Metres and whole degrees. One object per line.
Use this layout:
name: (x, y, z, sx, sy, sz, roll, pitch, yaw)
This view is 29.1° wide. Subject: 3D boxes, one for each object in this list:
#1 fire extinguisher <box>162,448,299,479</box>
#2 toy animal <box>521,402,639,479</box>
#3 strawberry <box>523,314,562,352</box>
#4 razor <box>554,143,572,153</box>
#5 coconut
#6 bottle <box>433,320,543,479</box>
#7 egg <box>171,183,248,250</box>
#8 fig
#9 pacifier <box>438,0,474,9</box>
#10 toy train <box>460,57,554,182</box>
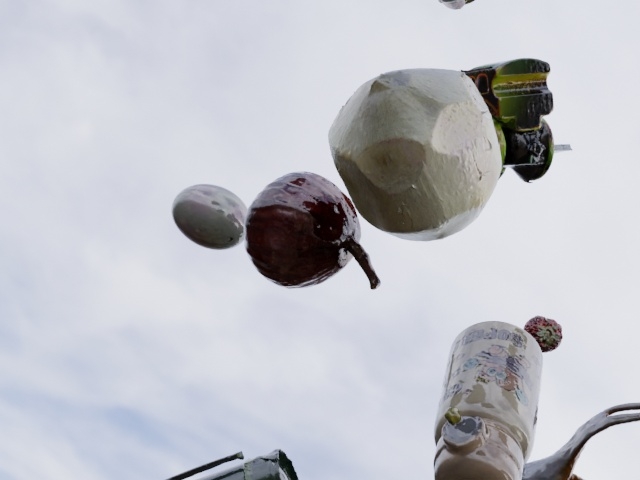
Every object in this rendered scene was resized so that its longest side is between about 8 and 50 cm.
fire extinguisher: (-0.169, 0.346, 1.537, 0.294, 0.093, 0.118, -21, -61, 10)
toy animal: (0.308, 0.310, 1.588, 0.302, 0.225, 0.284, 11, -69, 11)
strawberry: (0.400, 0.174, 2.256, 0.073, 0.073, 0.083, 35, -22, -6)
razor: (0.310, -0.184, 1.975, 0.190, 0.066, 0.033, 38, -64, 27)
coconut: (0.091, -0.093, 1.178, 0.161, 0.161, 0.162, 12, -46, 35)
bottle: (0.157, 0.167, 1.183, 0.097, 0.209, 0.110, -13, -63, 21)
egg: (-0.177, -0.039, 1.994, 0.135, 0.103, 0.103, 24, -28, 9)
fig: (-0.017, -0.002, 1.280, 0.128, 0.128, 0.150, 54, 4, -36)
pacifier: (0.209, -0.395, 1.909, 0.068, 0.064, 0.083, -9, -13, 23)
toy train: (0.186, -0.147, 1.590, 0.296, 0.100, 0.160, -1, -85, 61)
